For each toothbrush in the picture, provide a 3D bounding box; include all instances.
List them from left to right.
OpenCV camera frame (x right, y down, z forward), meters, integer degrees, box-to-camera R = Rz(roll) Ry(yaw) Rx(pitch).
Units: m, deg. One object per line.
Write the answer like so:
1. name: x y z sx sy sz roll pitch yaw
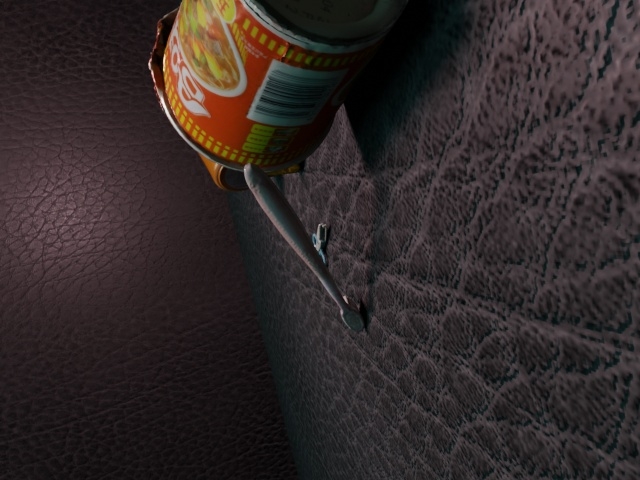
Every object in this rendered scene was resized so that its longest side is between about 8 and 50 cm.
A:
1. toothbrush: -0.008 0.021 0.558 0.307 0.025 0.030 57 -168 -44

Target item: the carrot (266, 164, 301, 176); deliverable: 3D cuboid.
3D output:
1. carrot: -0.083 -0.184 0.754 0.082 0.082 0.173 -174 69 -76

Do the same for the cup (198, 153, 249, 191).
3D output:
1. cup: -0.184 -0.228 1.002 0.226 0.182 0.264 30 -152 -60

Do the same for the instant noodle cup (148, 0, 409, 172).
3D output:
1. instant noodle cup: -0.036 -0.170 0.393 0.212 0.193 0.193 162 93 -69

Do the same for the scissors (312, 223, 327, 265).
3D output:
1. scissors: 0.000 0.000 0.749 0.119 0.014 0.058 97 154 -66
